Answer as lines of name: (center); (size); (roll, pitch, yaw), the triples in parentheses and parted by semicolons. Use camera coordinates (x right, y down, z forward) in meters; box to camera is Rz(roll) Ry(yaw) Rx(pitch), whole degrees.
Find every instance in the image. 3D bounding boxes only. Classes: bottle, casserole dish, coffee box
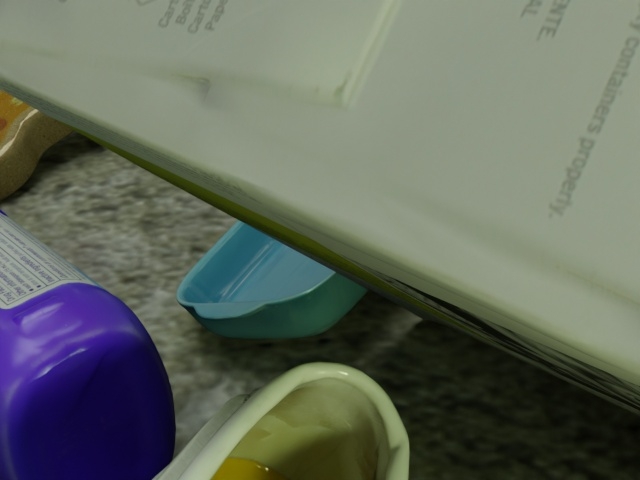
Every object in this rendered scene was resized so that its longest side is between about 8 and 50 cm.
bottle: (-0.181, 0.039, 0.710); (0.092, 0.118, 0.283); (-28, 34, -27)
casserole dish: (0.000, 0.000, 0.778); (0.114, 0.037, 0.188); (-4, 32, 38)
coffee box: (0.142, -0.110, 0.536); (0.338, 0.334, 0.338); (23, 86, 43)

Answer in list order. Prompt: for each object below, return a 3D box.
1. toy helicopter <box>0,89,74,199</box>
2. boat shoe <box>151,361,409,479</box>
toy helicopter: (-0.125, -0.132, 0.992); (0.355, 0.140, 0.235); (-39, 56, -19)
boat shoe: (-0.038, 0.156, 0.409); (0.136, 0.156, 0.367); (34, 34, 0)
